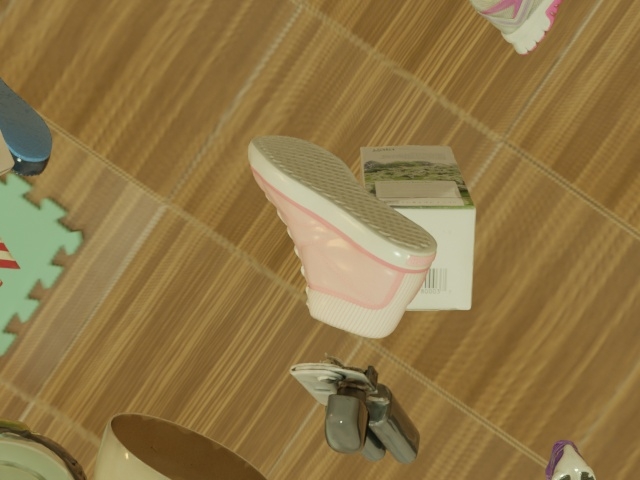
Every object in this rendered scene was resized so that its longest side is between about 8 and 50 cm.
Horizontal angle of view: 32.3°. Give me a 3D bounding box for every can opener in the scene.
[{"bbox_3d":[0.037,0.184,1.115,0.074,0.280,0.093,2,69,19],"label":"can opener"}]

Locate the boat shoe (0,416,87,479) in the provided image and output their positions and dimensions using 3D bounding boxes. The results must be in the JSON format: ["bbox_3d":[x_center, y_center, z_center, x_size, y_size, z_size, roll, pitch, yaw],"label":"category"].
[{"bbox_3d":[-0.188,0.103,0.350,0.228,0.069,0.081,-6,92,-10],"label":"boat shoe"}]

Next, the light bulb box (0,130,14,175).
[{"bbox_3d":[-0.507,-0.173,0.968,0.225,0.361,0.357,-33,112,-36],"label":"light bulb box"}]

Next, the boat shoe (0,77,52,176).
[{"bbox_3d":[-0.450,-0.155,1.552,0.109,0.258,0.089,7,120,-39],"label":"boat shoe"}]

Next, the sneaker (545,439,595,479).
[{"bbox_3d":[0.297,0.306,1.316,0.068,0.071,0.169,-3,126,-1],"label":"sneaker"}]

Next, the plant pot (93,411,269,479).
[{"bbox_3d":[-0.232,0.413,1.677,0.284,0.284,0.190,27,94,0],"label":"plant pot"}]

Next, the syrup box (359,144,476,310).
[{"bbox_3d":[0.084,-0.019,1.031,0.093,0.237,0.096,0,107,1],"label":"syrup box"}]

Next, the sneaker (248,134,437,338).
[{"bbox_3d":[0.000,0.000,0.574,0.134,0.051,0.070,41,125,37],"label":"sneaker"}]

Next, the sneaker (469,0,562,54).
[{"bbox_3d":[0.253,-0.330,1.273,0.111,0.103,0.252,26,135,-8],"label":"sneaker"}]

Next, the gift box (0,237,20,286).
[{"bbox_3d":[-0.551,0.053,1.368,0.276,0.258,0.255,51,54,-3],"label":"gift box"}]
